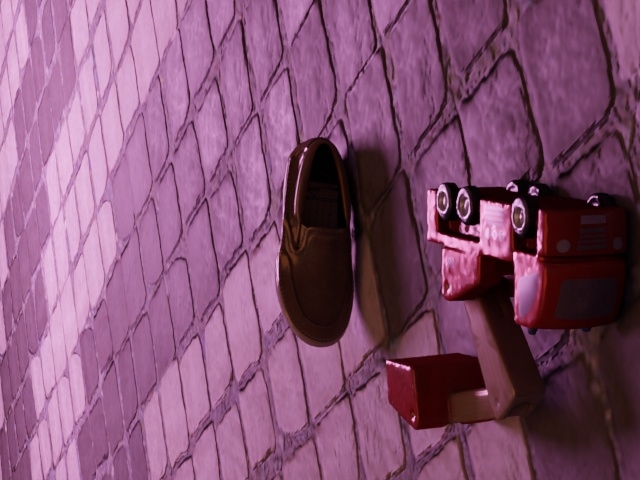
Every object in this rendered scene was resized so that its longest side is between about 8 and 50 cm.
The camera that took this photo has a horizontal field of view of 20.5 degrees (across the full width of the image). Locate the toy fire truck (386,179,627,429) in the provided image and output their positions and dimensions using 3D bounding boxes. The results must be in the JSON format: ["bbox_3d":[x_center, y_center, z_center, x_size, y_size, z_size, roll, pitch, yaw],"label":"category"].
[{"bbox_3d":[0.089,0.039,0.884,0.192,0.047,0.135,-163,71,-69],"label":"toy fire truck"}]

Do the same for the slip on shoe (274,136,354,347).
[{"bbox_3d":[0.000,0.000,1.138,0.041,0.051,0.135,150,124,-71],"label":"slip on shoe"}]
